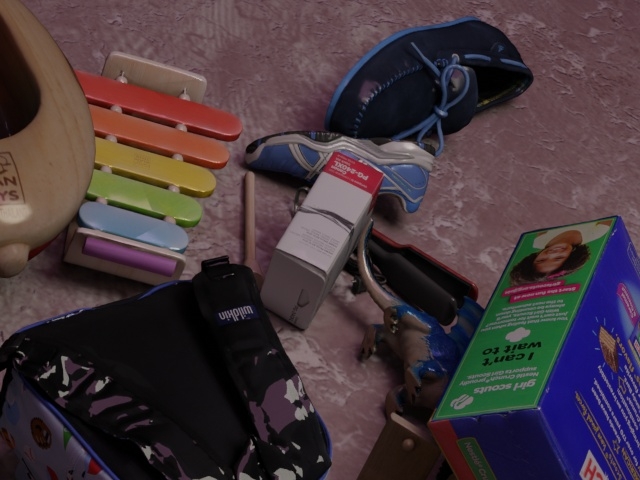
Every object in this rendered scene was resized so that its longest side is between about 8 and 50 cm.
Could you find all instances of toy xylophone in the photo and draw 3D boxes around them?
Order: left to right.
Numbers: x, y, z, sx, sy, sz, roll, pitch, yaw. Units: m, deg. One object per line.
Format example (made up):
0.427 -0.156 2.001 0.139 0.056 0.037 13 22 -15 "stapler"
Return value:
-0.165 -0.062 2.034 0.236 0.081 0.322 10 42 -18 "toy xylophone"

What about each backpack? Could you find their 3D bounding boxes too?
-0.131 0.181 1.682 0.277 0.213 0.263 -22 49 -34 "backpack"

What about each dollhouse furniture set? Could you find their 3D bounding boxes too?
0.075 0.273 1.747 0.144 0.123 0.151 32 40 9 "dollhouse furniture set"

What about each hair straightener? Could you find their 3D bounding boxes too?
0.056 0.017 2.084 0.230 0.047 0.089 38 41 16 "hair straightener"

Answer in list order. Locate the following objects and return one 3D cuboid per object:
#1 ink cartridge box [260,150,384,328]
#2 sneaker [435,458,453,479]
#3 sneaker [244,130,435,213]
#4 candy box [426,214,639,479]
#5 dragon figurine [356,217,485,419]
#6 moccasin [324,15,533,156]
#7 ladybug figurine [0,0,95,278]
0.000 0.000 2.001 0.063 0.109 0.150 27 53 6 "ink cartridge box"
0.161 0.268 1.862 0.075 0.057 0.161 23 35 -29 "sneaker"
0.019 -0.077 2.144 0.211 0.081 0.080 6 0 5 "sneaker"
0.249 0.174 1.845 0.268 0.122 0.317 62 32 -23 "candy box"
0.126 0.112 1.980 0.144 0.085 0.289 0 50 -30 "dragon figurine"
0.142 -0.187 2.284 0.117 0.137 0.342 38 42 20 "moccasin"
-0.391 -0.117 1.915 0.305 0.162 0.449 -6 49 -29 "ladybug figurine"
